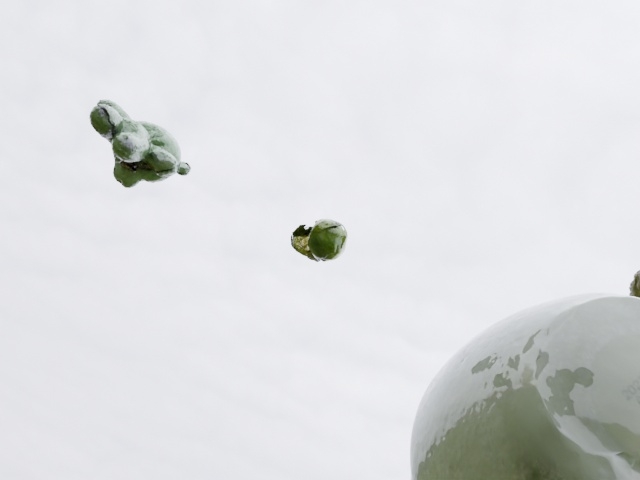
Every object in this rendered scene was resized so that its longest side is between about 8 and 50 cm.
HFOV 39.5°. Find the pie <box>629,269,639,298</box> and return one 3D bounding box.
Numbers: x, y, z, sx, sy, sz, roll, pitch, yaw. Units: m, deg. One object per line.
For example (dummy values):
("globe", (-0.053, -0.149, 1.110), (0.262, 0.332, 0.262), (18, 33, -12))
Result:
("pie", (0.494, 0.106, 1.215), (0.163, 0.079, 0.193), (26, -48, 47))

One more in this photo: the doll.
("doll", (-0.203, -0.099, 0.943), (0.115, 0.077, 0.150), (40, 0, 12))

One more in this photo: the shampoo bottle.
("shampoo bottle", (0.255, 0.219, 0.870), (0.322, 0.322, 0.317), (34, -36, 2))

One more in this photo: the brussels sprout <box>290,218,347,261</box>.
("brussels sprout", (0.000, 0.001, 1.009), (0.051, 0.046, 0.083), (57, -19, -8))
